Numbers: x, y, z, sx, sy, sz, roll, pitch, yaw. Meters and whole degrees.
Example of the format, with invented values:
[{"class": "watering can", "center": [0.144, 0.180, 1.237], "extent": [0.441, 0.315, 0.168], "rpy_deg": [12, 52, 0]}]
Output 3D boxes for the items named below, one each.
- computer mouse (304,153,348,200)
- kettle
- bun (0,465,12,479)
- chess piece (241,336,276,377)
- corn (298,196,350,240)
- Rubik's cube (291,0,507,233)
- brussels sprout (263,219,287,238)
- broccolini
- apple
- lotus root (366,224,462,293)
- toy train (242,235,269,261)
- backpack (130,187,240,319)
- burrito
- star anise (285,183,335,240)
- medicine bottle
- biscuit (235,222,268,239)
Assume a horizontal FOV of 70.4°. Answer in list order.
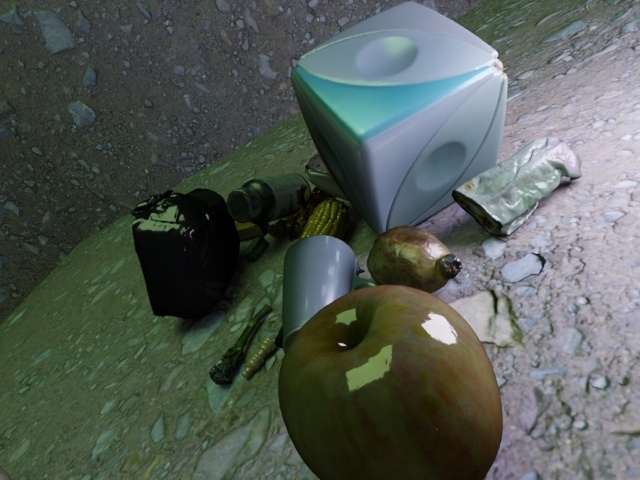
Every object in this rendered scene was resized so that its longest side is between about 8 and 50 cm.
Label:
[{"class": "computer mouse", "center": [0.107, -0.168, 1.264], "extent": [0.310, 0.072, 0.158], "rpy_deg": [19, 39, 18]}, {"class": "kettle", "center": [0.022, 0.124, 0.898], "extent": [0.210, 0.160, 0.243], "rpy_deg": [-1, 37, 3]}, {"class": "bun", "center": [-0.819, 0.602, 0.912], "extent": [0.365, 0.219, 0.365], "rpy_deg": [-30, 25, 16]}, {"class": "chess piece", "center": [-0.132, 0.248, 0.953], "extent": [0.035, 0.035, 0.092], "rpy_deg": [0, 44, 50]}, {"class": "corn", "center": [0.000, 0.000, 1.151], "extent": [0.115, 0.115, 0.318], "rpy_deg": [-17, 30, 31]}, {"class": "Rubik's cube", "center": [0.173, -0.271, 1.034], "extent": [0.351, 0.347, 0.352], "rpy_deg": [-28, 55, -2]}, {"class": "brussels sprout", "center": [-0.130, -0.037, 1.441], "extent": [0.085, 0.058, 0.085], "rpy_deg": [-21, 0, 0]}, {"class": "broccolini", "center": [-0.173, 0.231, 1.033], "extent": [0.054, 0.051, 0.239], "rpy_deg": [23, 39, 9]}, {"class": "apple", "center": [0.086, 0.189, 0.556], "extent": [0.256, 0.234, 0.257], "rpy_deg": [-30, 24, 15]}, {"class": "lotus root", "center": [0.173, 0.043, 0.851], "extent": [0.138, 0.138, 0.214], "rpy_deg": [-41, 26, -16]}, {"class": "toy train", "center": [-0.206, 0.028, 1.444], "extent": [0.056, 0.038, 0.093], "rpy_deg": [-21, 27, 40]}, {"class": "backpack", "center": [-0.382, 0.013, 1.360], "extent": [0.254, 0.364, 0.446], "rpy_deg": [-1, 20, 10]}, {"class": "burrito", "center": [0.392, -0.120, 0.899], "extent": [0.228, 0.089, 0.144], "rpy_deg": [-38, 53, -1]}, {"class": "star anise", "center": [-0.034, -0.087, 1.369], "extent": [0.213, 0.111, 0.196], "rpy_deg": [-62, 2, 1]}, {"class": "medicine bottle", "center": [-0.160, -0.131, 1.428], "extent": [0.141, 0.142, 0.293], "rpy_deg": [-15, 4, 35]}, {"class": "biscuit", "center": [-0.261, -0.036, 1.605], "extent": [0.187, 0.056, 0.052], "rpy_deg": [-9, 36, 40]}]
